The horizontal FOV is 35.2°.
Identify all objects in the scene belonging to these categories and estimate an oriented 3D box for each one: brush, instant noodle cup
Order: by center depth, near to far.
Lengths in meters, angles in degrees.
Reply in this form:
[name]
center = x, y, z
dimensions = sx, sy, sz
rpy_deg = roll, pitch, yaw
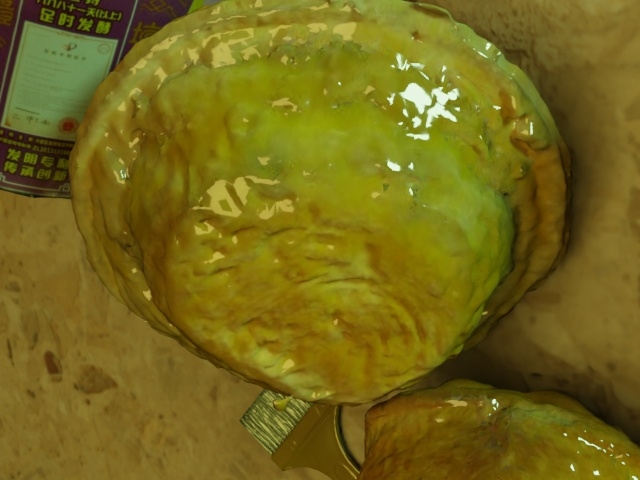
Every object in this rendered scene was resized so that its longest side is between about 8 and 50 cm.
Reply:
[instant noodle cup]
center = -0.181, -0.201, 0.683
dimensions = 0.340, 0.340, 0.266
rpy_deg = 35, 119, 23
[brush]
center = 0.025, 0.182, 0.765
dimensions = 0.205, 0.011, 0.083
rpy_deg = 45, 114, 19

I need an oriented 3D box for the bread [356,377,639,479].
[bread]
center = 0.114, 0.165, 0.609
dimensions = 0.229, 0.143, 0.139
rpy_deg = 6, 141, 23

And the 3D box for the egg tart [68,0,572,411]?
[egg tart]
center = 0.000, 0.000, 0.612
dimensions = 0.319, 0.128, 0.319
rpy_deg = 0, 126, 1
